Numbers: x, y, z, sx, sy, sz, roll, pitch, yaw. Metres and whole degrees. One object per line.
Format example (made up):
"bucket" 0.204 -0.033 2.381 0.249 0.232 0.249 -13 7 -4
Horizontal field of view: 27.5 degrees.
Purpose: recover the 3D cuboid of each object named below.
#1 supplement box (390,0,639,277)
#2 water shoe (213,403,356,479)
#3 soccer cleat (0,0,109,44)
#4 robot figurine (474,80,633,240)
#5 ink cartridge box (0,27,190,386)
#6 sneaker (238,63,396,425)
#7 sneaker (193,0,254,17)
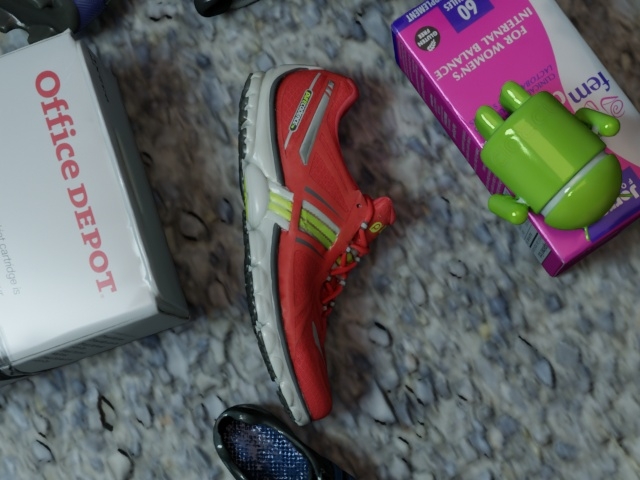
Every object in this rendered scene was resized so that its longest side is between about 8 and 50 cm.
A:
"supplement box" 0.160 -0.094 0.986 0.111 0.114 0.220 -35 82 1
"water shoe" -0.003 0.201 0.980 0.203 0.080 0.073 36 88 9
"soccer cleat" -0.292 -0.259 1.081 0.289 0.093 0.121 29 56 13
"robot figurine" 0.156 -0.055 0.891 0.101 0.067 0.115 -44 81 -4
"ink cartridge box" -0.283 0.004 1.010 0.307 0.129 0.223 -19 81 3
"sneaker" 0.000 0.000 0.998 0.118 0.107 0.279 -3 85 -4
"sneaker" -0.112 -0.249 1.049 0.228 0.086 0.132 7 86 6
